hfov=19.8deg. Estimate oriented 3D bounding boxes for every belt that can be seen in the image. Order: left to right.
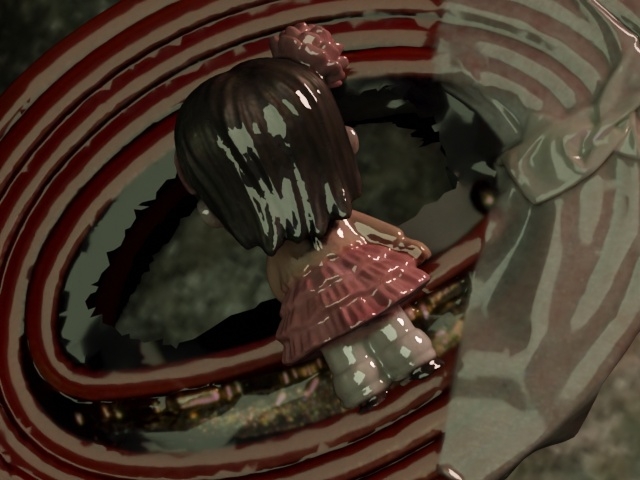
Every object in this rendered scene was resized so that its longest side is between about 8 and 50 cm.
[{"bbox_3d":[0.000,0.000,0.704,0.324,0.115,0.227,-29,84,1],"label":"belt"}]

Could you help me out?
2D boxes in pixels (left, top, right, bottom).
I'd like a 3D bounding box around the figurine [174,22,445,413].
[{"bbox_3d":[0.001,-0.007,0.623,0.072,0.054,0.129,-29,84,-1],"label":"figurine"}]
